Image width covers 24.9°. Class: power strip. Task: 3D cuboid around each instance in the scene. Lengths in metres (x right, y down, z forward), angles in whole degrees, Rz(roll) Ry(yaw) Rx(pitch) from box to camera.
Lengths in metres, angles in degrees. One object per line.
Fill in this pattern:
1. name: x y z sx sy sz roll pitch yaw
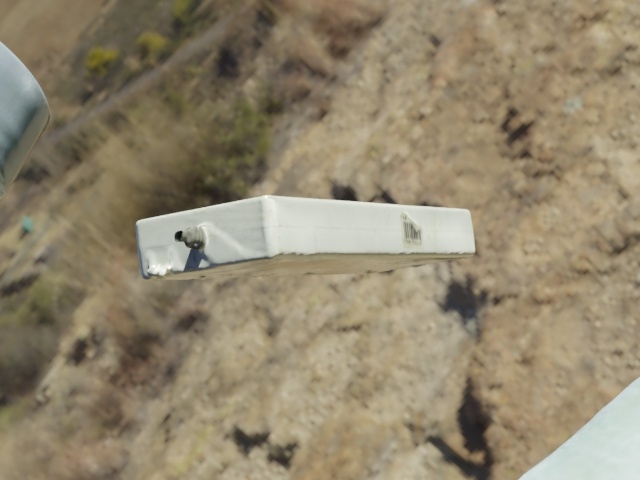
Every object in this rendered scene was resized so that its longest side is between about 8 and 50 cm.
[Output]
1. power strip: 0.000 0.000 1.029 0.106 0.367 0.043 -10 85 26

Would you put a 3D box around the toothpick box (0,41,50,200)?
1. toothpick box: -0.098 -0.006 0.296 0.052 0.052 0.083 -9 47 54

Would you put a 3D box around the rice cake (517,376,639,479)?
1. rice cake: 0.160 0.036 0.355 0.237 0.043 0.127 -36 41 -25
